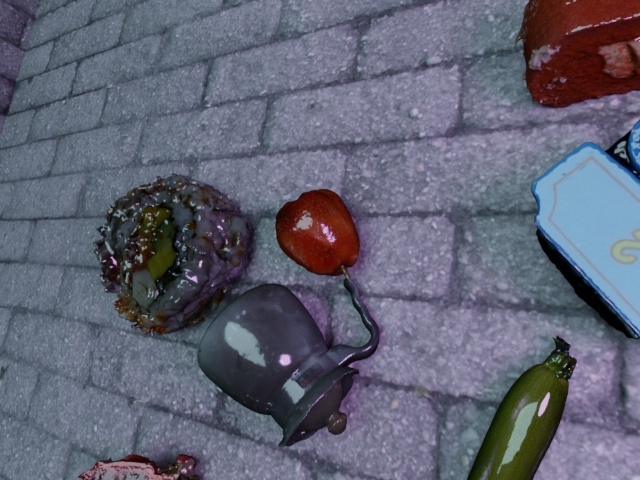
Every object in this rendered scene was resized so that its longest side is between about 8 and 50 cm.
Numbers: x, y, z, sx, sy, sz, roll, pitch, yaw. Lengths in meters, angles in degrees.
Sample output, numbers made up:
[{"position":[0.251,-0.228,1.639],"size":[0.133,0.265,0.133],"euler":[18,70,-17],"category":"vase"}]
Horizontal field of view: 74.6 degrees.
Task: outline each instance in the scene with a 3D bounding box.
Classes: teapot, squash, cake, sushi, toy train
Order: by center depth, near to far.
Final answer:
[{"position":[0.461,-0.007,0.565],"size":[0.265,0.188,0.300],"euler":[-42,63,19],"category":"toy train"},{"position":[0.297,0.295,0.629],"size":[0.087,0.087,0.331],"euler":[26,89,32],"category":"squash"},{"position":[0.458,-0.330,0.653],"size":[0.283,0.177,0.150],"euler":[-4,75,27],"category":"cake"},{"position":[-0.033,0.230,0.802],"size":[0.285,0.305,0.223],"euler":[41,135,25],"category":"teapot"},{"position":[-0.366,0.030,1.023],"size":[0.418,0.176,0.417],"euler":[-8,72,28],"category":"sushi"}]

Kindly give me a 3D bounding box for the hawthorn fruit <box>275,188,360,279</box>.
[{"position":[-0.006,-0.012,0.844],"size":[0.174,0.173,0.179],"euler":[-25,110,22],"category":"hawthorn fruit"}]

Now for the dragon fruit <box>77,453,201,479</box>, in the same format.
[{"position":[-0.353,0.555,0.913],"size":[0.212,0.134,0.262],"euler":[-36,77,4],"category":"dragon fruit"}]
